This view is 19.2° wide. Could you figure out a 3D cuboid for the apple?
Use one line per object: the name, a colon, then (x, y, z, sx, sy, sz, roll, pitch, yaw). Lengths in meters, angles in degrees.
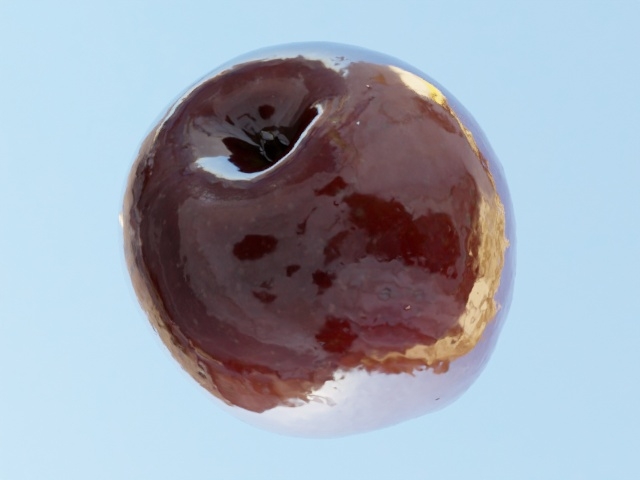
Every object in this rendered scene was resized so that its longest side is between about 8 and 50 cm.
apple: (0.000, 0.000, 1.056, 0.218, 0.218, 0.201, 16, -41, 41)
